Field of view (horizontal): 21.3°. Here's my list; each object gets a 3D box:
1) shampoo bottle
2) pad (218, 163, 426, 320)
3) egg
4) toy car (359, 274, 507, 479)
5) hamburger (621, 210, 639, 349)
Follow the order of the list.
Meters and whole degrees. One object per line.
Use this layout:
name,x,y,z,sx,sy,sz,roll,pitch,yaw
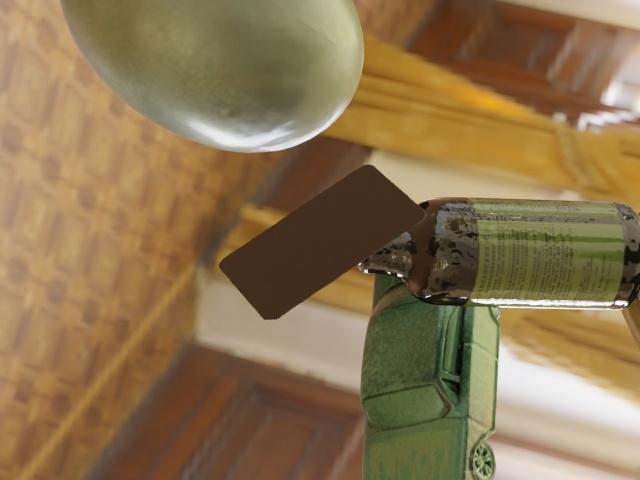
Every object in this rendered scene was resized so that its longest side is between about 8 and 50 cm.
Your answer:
shampoo bottle,0.150,0.010,1.548,0.101,0.284,0.101,-178,-90,-76
pad,0.000,0.000,1.382,0.157,0.112,0.003,-33,126,-8
egg,-0.116,-0.238,1.811,0.258,0.352,0.258,-51,-157,31
toy car,0.102,0.128,1.683,0.097,0.141,0.321,35,50,-42
hamburger,0.382,0.084,1.601,0.156,0.283,0.144,-40,161,-26
